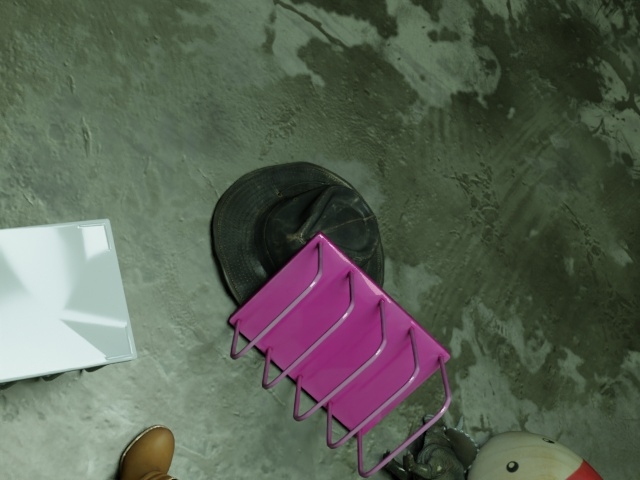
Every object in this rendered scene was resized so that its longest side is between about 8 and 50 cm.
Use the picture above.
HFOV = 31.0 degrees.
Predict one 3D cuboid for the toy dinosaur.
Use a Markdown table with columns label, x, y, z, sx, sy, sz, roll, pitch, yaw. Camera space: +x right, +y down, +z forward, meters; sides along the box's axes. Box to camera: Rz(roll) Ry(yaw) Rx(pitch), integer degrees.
| label | x | y | z | sx | sy | sz | roll | pitch | yaw |
| --- | --- | --- | --- | --- | --- | --- | --- | --- | --- |
| toy dinosaur | 0.182 | 0.412 | 1.832 | 0.160 | 0.121 | 0.313 | 12 | 64 | -22 |

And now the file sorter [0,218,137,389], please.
| label | x | y | z | sx | sy | sz | roll | pitch | yaw |
| --- | --- | --- | --- | --- | --- | --- | --- | --- | --- |
| file sorter | -0.418 | 0.099 | 1.516 | 0.277 | 0.173 | 0.193 | -7 | 78 | -34 |

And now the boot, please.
| label | x | y | z | sx | sy | sz | roll | pitch | yaw |
| --- | --- | --- | --- | --- | --- | --- | --- | --- | --- |
| boot | -0.229 | 0.329 | 1.569 | 0.073 | 0.152 | 0.197 | 38 | 57 | -16 |

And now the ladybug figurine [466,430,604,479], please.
| label | x | y | z | sx | sy | sz | roll | pitch | yaw |
| --- | --- | --- | --- | --- | --- | --- | --- | --- | --- |
| ladybug figurine | 0.416 | 0.522 | 1.917 | 0.305 | 0.162 | 0.449 | -31 | 91 | -37 |

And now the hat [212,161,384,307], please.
| label | x | y | z | sx | sy | sz | roll | pitch | yaw |
| --- | --- | --- | --- | --- | --- | --- | --- | --- | --- |
| hat | 0.000 | 0.000 | 1.851 | 0.331 | 0.134 | 0.331 | 11 | 68 | -30 |

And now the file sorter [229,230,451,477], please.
| label | x | y | z | sx | sy | sz | roll | pitch | yaw |
| --- | --- | --- | --- | --- | --- | --- | --- | --- | --- |
| file sorter | 0.031 | 0.177 | 1.722 | 0.290 | 0.202 | 0.182 | 43 | 14 | -13 |
